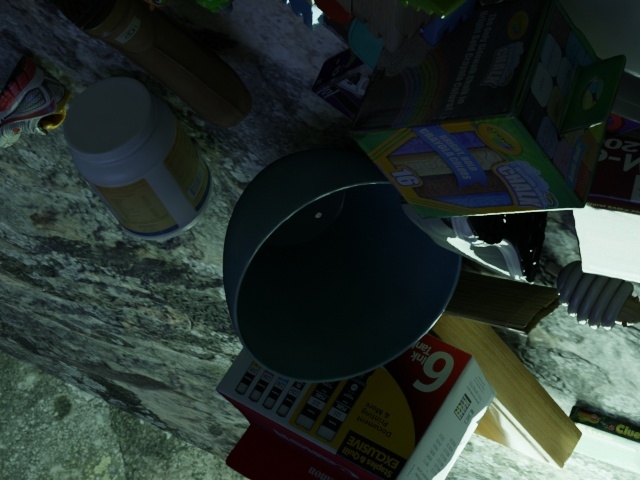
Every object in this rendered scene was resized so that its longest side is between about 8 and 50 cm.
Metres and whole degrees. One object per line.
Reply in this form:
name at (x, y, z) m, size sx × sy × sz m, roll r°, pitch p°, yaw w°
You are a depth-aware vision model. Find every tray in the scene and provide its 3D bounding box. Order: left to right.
tray at (0.203, 0.183, 2.146) m, size 0.203 × 0.076 × 0.411 m, roll 18°, pitch 158°, yaw 46°

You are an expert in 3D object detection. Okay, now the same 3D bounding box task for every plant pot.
plant pot at (0.000, 0.000, 1.803) m, size 0.290 × 0.290 × 0.195 m, roll 48°, pitch -174°, yaw -42°

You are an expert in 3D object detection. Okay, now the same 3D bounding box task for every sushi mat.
sushi mat at (0.153, 0.063, 1.923) m, size 0.316 × 0.151 × 0.019 m, roll 11°, pitch 113°, yaw 32°

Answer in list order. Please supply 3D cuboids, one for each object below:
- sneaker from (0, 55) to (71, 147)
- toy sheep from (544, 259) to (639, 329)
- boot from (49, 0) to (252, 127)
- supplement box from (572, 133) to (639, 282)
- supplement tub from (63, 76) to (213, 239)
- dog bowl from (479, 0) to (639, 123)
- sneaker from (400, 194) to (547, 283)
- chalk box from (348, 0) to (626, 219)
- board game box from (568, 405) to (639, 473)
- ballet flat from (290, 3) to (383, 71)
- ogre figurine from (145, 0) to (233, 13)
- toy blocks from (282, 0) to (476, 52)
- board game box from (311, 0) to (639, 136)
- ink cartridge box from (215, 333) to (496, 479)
sneaker at (-0.408, -0.172, 2.048) m, size 0.092 × 0.088 × 0.225 m, roll 30°, pitch 158°, yaw -14°
toy sheep at (0.329, 0.063, 1.780) m, size 0.132 × 0.091 × 0.091 m, roll 25°, pitch 158°, yaw 16°
boot at (-0.216, -0.248, 1.653) m, size 0.236 × 0.089 × 0.269 m, roll 54°, pitch -168°, yaw 30°
supplement box at (0.334, -0.025, 1.534) m, size 0.130 × 0.073 × 0.239 m, roll 11°, pitch 163°, yaw 16°
supplement tub at (-0.238, -0.106, 1.933) m, size 0.144 × 0.144 × 0.200 m, roll 14°, pitch 154°, yaw 27°
dog bowl at (0.295, -0.219, 1.173) m, size 0.348 × 0.102 × 0.349 m, roll 22°, pitch 157°, yaw 10°
sneaker at (0.182, -0.022, 1.674) m, size 0.108 × 0.100 × 0.271 m, roll 6°, pitch 167°, yaw 31°
chalk box at (0.159, -0.110, 1.237) m, size 0.213 × 0.132 × 0.132 m, roll -2°, pitch 145°, yaw 38°
board game box at (0.504, 0.326, 2.240) m, size 0.259 × 0.030 × 0.136 m, roll 18°, pitch 158°, yaw 20°
ballet flat at (0.043, -0.240, 1.384) m, size 0.316 × 0.106 × 0.107 m, roll 35°, pitch 142°, yaw -6°
ogre figurine at (-0.144, -0.297, 1.493) m, size 0.197 × 0.097 × 0.118 m, roll 10°, pitch 139°, yaw 0°
toy blocks at (-0.002, -0.280, 1.193) m, size 0.381 × 0.191 × 0.261 m, roll 47°, pitch 168°, yaw 15°
board game box at (0.159, -0.155, 1.534) m, size 0.208 × 0.056 × 0.347 m, roll 30°, pitch 157°, yaw -21°
ink cartridge box at (0.029, 0.232, 1.988) m, size 0.309 × 0.272 × 0.130 m, roll 23°, pitch 162°, yaw 33°
